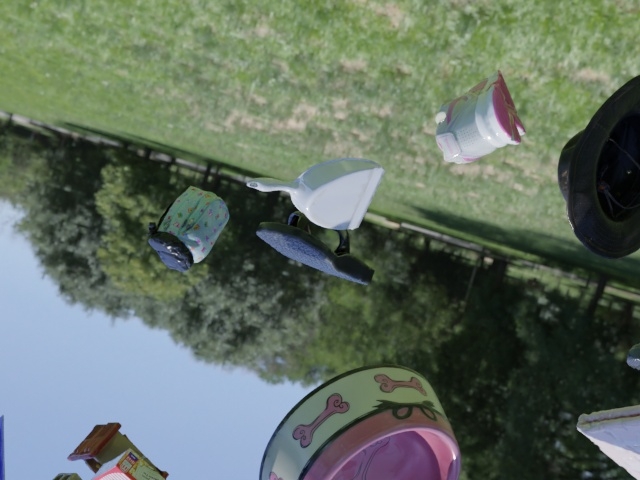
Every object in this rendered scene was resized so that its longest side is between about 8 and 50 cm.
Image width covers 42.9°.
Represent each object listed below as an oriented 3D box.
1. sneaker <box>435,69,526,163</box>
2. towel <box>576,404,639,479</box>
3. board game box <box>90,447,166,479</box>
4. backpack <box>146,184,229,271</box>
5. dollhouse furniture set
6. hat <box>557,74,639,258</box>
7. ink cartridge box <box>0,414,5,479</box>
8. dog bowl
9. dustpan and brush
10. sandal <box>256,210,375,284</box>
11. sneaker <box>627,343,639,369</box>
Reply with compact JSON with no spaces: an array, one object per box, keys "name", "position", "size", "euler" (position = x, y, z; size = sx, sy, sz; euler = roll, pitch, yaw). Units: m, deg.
[{"name":"sneaker","position":[0.216,-0.169,1.140],"size":[0.111,0.103,0.252],"euler":[-22,-176,20]},{"name":"towel","position":[0.677,0.383,1.426],"size":[0.332,0.053,0.317],"euler":[40,144,-16]},{"name":"board game box","position":[-0.317,0.475,1.497],"size":[0.193,0.045,0.147],"euler":[44,139,-6]},{"name":"backpack","position":[-0.294,-0.031,1.843],"size":[0.115,0.182,0.152],"euler":[22,155,19]},{"name":"dollhouse furniture set","position":[-0.577,0.644,1.987],"size":[0.152,0.374,0.201],"euler":[-21,111,50]},{"name":"hat","position":[0.524,-0.140,1.474],"size":[0.331,0.331,0.134],"euler":[16,-174,-32]},{"name":"ink cartridge box","position":[-0.585,0.425,1.362],"size":[0.045,0.206,0.208],"euler":[13,138,-39]},{"name":"dog bowl","position":[0.095,0.450,1.591],"size":[0.408,0.408,0.150],"euler":[16,-162,-35]},{"name":"dustpan and brush","position":[-0.016,-0.081,1.333],"size":[0.211,0.147,0.060],"euler":[-4,-133,-30]},{"name":"sandal","position":[-0.002,0.000,1.722],"size":[0.168,0.107,0.446],"euler":[16,174,22]},{"name":"sneaker","position":[0.761,0.201,1.609],"size":[0.319,0.131,0.112],"euler":[2,162,-2]}]
